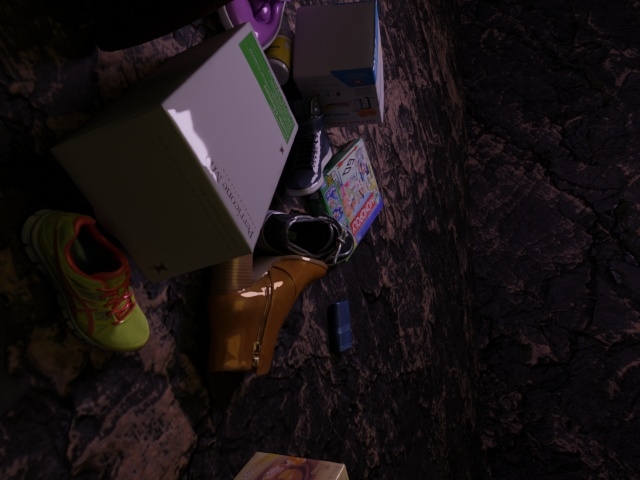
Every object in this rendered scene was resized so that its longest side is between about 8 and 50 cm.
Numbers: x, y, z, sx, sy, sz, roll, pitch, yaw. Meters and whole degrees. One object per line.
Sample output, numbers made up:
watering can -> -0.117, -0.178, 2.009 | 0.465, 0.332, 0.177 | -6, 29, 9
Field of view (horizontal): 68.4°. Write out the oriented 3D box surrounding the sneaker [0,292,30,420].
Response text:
sneaker -> -0.352, 0.055, 0.409 | 0.130, 0.109, 0.286 | -46, 132, -62

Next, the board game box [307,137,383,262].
board game box -> 0.071, -0.113, 1.228 | 0.317, 0.046, 0.214 | -53, 128, -51

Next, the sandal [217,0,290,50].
sandal -> -0.099, -0.549, 0.946 | 0.169, 0.102, 0.416 | 40, 50, -36

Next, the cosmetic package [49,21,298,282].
cosmetic package -> -0.159, -0.141, 0.648 | 0.366, 0.155, 0.197 | -82, 151, -53

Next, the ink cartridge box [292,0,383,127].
ink cartridge box -> 0.050, -0.382, 1.059 | 0.233, 0.171, 0.168 | 48, 43, -72

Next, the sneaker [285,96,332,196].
sneaker -> -0.039, -0.206, 0.996 | 0.226, 0.086, 0.163 | -74, 155, -51

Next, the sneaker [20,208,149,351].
sneaker -> -0.260, 0.055, 0.559 | 0.209, 0.094, 0.081 | 66, 34, -29

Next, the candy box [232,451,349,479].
candy box -> -0.097, 0.448, 0.671 | 0.316, 0.182, 0.088 | -34, 113, -58

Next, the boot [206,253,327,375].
boot -> -0.091, 0.130, 0.852 | 0.295, 0.104, 0.211 | 9, 81, -54

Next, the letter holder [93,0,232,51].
letter holder -> -0.215, -0.359, 0.516 | 0.152, 0.301, 0.215 | -5, 88, -60

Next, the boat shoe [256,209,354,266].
boat shoe -> 0.001, -0.004, 0.983 | 0.306, 0.105, 0.113 | 21, 79, -52

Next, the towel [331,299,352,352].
towel -> 0.048, 0.206, 1.135 | 0.067, 0.029, 0.120 | 4, 81, -60

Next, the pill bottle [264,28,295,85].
pill bottle -> -0.086, -0.387, 0.989 | 0.065, 0.065, 0.116 | 48, 44, -45
